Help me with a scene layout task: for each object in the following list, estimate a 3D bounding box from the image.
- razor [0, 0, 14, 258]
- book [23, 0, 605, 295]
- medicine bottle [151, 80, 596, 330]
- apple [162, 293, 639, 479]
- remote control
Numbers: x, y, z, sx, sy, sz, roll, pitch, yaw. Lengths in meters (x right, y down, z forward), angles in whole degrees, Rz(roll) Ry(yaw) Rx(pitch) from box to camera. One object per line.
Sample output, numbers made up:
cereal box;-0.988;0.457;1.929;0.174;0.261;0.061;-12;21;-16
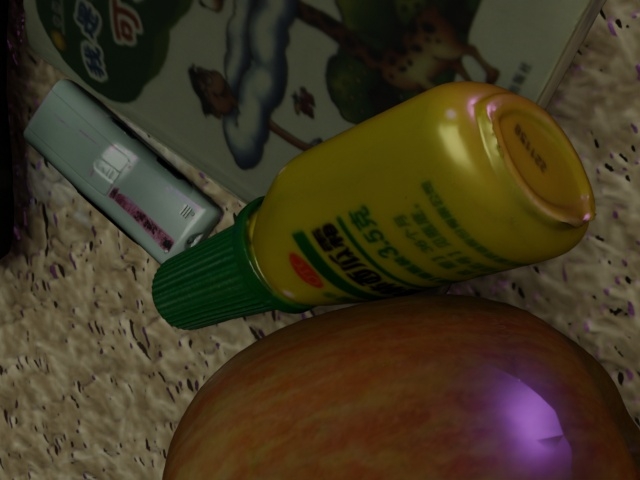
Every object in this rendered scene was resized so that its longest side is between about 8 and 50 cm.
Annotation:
razor;-0.290;-0.139;0.555;0.114;0.204;0.349;2;87;14
book;-0.045;-0.136;0.483;0.371;0.043;0.260;35;135;17
medicine bottle;0.000;0.000;0.458;0.309;0.111;0.076;-20;42;47
apple;0.061;0.147;0.400;0.264;0.264;0.264;-1;88;19
remote control;-0.152;-0.048;0.594;0.166;0.029;0.065;41;100;16
